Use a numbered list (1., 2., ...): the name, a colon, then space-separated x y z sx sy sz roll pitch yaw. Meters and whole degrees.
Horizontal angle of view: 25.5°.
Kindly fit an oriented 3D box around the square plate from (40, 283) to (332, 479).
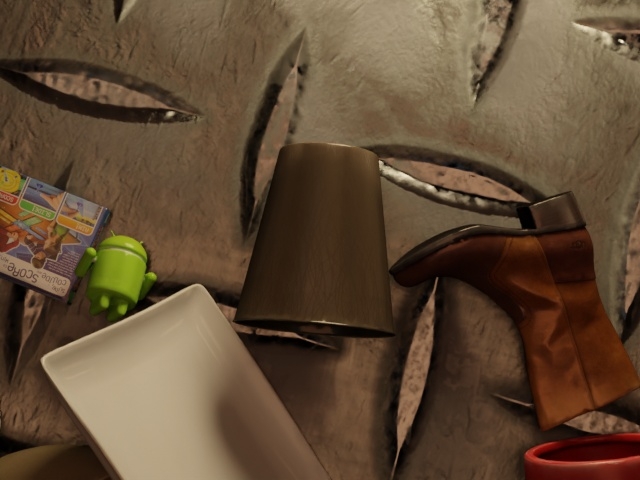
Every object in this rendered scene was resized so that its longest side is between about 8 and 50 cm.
1. square plate: -0.149 0.242 1.688 0.049 0.344 0.347 -37 85 30

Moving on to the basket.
1. basket: 0.000 0.000 1.779 0.204 0.154 0.227 4 81 -2

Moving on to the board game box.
1. board game box: -0.392 -0.015 1.833 0.201 0.035 0.136 23 85 2

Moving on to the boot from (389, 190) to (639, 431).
1. boot: 0.248 0.107 1.815 0.264 0.096 0.280 -18 92 -9

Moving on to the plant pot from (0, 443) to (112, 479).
1. plant pot: -0.330 0.359 1.704 0.191 0.284 0.284 25 84 33

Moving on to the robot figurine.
1. robot figurine: -0.259 0.045 1.803 0.101 0.067 0.115 22 61 -23

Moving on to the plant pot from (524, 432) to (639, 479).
1. plant pot: 0.354 0.335 1.728 0.191 0.191 0.174 -9 92 -1
